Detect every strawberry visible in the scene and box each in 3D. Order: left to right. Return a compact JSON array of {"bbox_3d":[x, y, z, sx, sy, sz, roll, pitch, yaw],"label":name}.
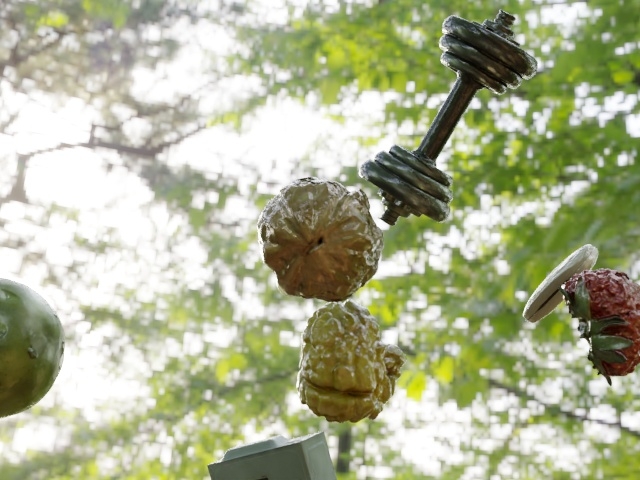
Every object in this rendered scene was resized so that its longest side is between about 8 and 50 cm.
[{"bbox_3d":[0.447,0.122,1.845,0.098,0.174,0.228,-25,-17,24],"label":"strawberry"}]

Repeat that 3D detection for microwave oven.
[{"bbox_3d":[-0.085,0.458,2.373,0.208,0.162,0.122,-17,-5,22],"label":"microwave oven"}]

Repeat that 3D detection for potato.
[{"bbox_3d":[-0.470,0.149,1.769,0.216,0.215,0.304,13,3,-16],"label":"potato"}]

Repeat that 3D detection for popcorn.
[{"bbox_3d":[0.059,0.218,2.238,0.203,0.226,0.200,8,-70,-14],"label":"popcorn"}]

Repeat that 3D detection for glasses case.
[{"bbox_3d":[0.443,0.081,2.309,0.051,0.081,0.204,41,-46,5],"label":"glasses case"}]

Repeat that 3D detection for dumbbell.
[{"bbox_3d":[0.213,-0.204,2.100,0.179,0.406,0.179,30,6,-4],"label":"dumbbell"}]

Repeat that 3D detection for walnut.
[{"bbox_3d":[0.000,0.000,1.876,0.198,0.198,0.245,4,-1,1],"label":"walnut"}]
